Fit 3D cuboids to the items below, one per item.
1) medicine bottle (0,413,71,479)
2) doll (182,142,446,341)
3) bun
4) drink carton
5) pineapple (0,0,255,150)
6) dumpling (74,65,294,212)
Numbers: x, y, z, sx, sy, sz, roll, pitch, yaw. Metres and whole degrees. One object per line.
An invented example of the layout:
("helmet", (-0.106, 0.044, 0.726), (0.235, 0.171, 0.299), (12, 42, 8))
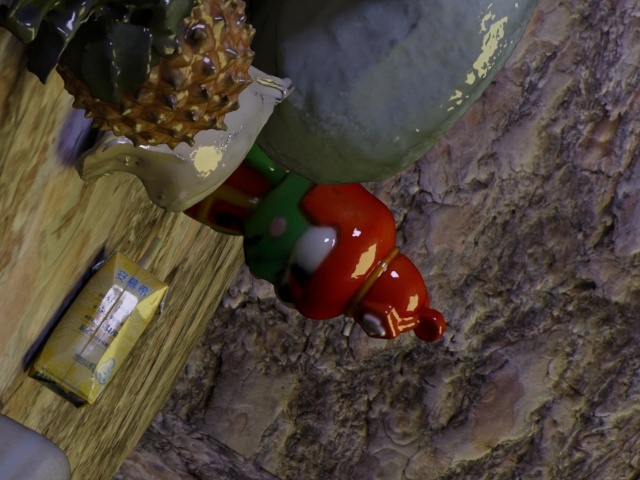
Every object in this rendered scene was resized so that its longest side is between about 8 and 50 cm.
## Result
("medicine bottle", (-0.331, 0.306, 0.751), (0.282, 0.123, 0.375), (-58, 179, 31))
("doll", (-0.001, 0.000, 1.213), (0.160, 0.363, 0.182), (-44, 169, -41))
("bun", (0.044, -0.222, 0.943), (0.354, 0.194, 0.354), (-41, -153, 26))
("drink carton", (-0.209, 0.070, 1.038), (0.200, 0.084, 0.074), (-59, -170, -24))
("pineapple", (-0.096, -0.113, 0.463), (0.130, 0.119, 0.277), (-15, 174, -3))
("dumpling", (-0.108, -0.083, 0.777), (0.199, 0.118, 0.136), (-22, 170, -40))
